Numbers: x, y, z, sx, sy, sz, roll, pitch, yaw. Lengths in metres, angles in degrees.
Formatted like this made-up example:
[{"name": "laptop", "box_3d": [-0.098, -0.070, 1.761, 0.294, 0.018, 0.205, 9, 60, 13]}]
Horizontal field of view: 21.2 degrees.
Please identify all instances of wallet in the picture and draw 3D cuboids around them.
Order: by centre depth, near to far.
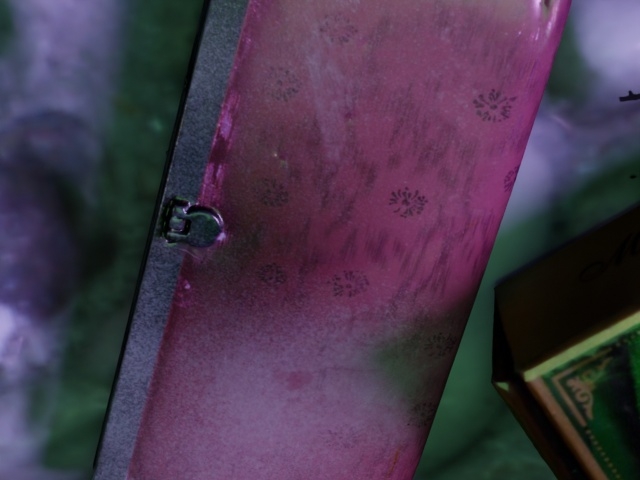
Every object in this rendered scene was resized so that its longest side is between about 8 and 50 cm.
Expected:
[{"name": "wallet", "box_3d": [0.000, 0.000, 0.601, 0.119, 0.025, 0.232, 12, 116, -9]}]

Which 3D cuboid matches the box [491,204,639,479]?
[{"name": "box", "box_3d": [0.186, 0.084, 0.626, 0.159, 0.071, 0.240, -30, 113, 14]}]
